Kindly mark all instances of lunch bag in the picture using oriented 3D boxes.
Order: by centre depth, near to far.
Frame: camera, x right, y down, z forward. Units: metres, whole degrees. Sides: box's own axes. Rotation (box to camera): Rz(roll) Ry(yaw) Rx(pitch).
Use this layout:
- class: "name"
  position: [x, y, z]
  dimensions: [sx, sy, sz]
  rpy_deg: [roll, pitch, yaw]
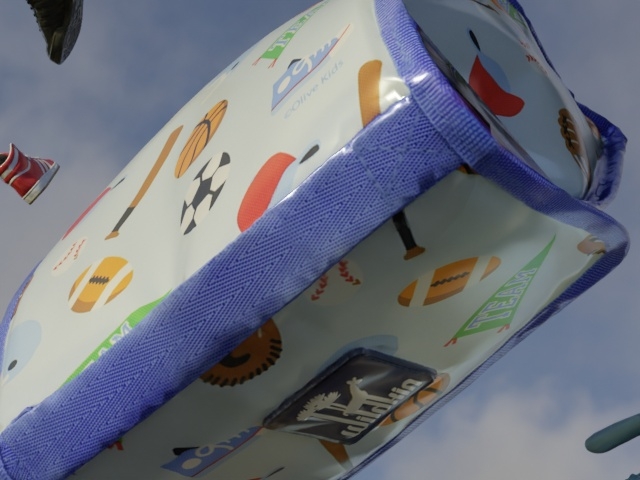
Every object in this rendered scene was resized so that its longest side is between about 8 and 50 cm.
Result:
- class: "lunch bag"
  position: [0.000, 0.000, 0.755]
  dimensions: [0.328, 0.385, 0.239]
  rpy_deg: [-40, -89, 19]

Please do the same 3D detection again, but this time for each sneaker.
- class: "sneaker"
  position: [-0.309, -0.280, 1.411]
  dimensions: [0.089, 0.051, 0.170]
  rpy_deg: [23, -46, 2]
- class: "sneaker"
  position: [-0.346, -0.086, 1.487]
  dimensions: [0.067, 0.118, 0.042]
  rpy_deg: [42, -79, -14]

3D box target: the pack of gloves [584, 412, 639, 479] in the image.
- class: "pack of gloves"
  position: [0.186, 0.083, 0.638]
  dimensions: [0.232, 0.195, 0.046]
  rpy_deg: [-47, -106, 19]
